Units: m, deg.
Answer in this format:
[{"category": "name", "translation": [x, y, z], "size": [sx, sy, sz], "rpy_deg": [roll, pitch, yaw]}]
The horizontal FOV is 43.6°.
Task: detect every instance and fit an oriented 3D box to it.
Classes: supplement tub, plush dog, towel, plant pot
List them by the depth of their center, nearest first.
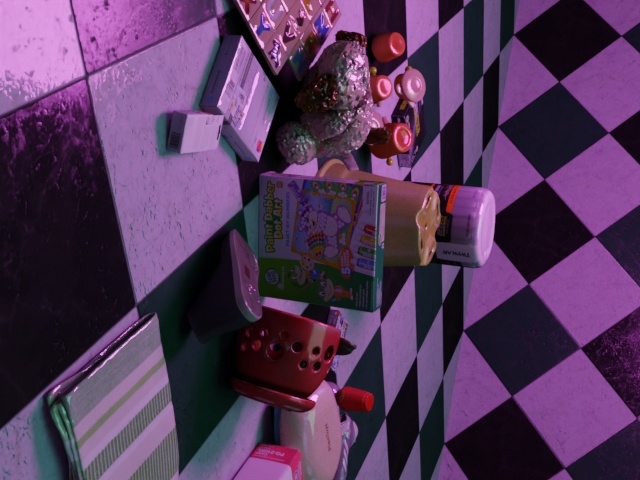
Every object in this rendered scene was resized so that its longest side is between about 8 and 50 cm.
[{"category": "towel", "translation": [-0.293, 0.306, 1.191], "size": [0.248, 0.038, 0.325], "rpy_deg": [-46, 136, -59]}, {"category": "plant pot", "translation": [-0.074, 0.223, 1.510], "size": [0.191, 0.191, 0.174], "rpy_deg": [39, 67, -65]}, {"category": "plush dog", "translation": [0.038, -0.284, 1.572], "size": [0.225, 0.210, 0.262], "rpy_deg": [87, 22, -55]}, {"category": "plant pot", "translation": [0.135, -0.044, 1.855], "size": [0.276, 0.254, 0.276], "rpy_deg": [6, 90, -69]}, {"category": "supplement tub", "translation": [0.266, -0.047, 2.065], "size": [0.207, 0.338, 0.207], "rpy_deg": [6, 90, -68]}]

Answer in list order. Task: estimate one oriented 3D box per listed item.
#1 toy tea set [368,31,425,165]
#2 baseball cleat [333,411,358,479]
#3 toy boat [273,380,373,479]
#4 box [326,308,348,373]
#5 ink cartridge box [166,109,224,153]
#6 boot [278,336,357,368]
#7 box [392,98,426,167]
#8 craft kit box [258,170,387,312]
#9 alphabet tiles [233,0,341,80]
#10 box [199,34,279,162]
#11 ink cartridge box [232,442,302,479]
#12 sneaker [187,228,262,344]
[{"category": "toy tea set", "translation": [0.158, -0.365, 2.063], "size": [0.200, 0.124, 0.336], "rpy_deg": [25, 74, -36]}, {"category": "baseball cleat", "translation": [0.034, 0.536, 2.045], "size": [0.109, 0.072, 0.206], "rpy_deg": [59, 36, -36]}, {"category": "toy boat", "translation": [-0.011, 0.410, 1.808], "size": [0.318, 0.148, 0.267], "rpy_deg": [-27, 116, -56]}, {"category": "box", "translation": [0.031, 0.250, 1.983], "size": [0.094, 0.027, 0.137], "rpy_deg": [58, 43, -59]}, {"category": "ink cartridge box", "translation": [-0.198, -0.175, 1.279], "size": [0.115, 0.029, 0.063], "rpy_deg": [-22, 128, -66]}, {"category": "boot", "translation": [-0.016, 0.245, 1.641], "size": [0.082, 0.219, 0.106], "rpy_deg": [35, 66, -31]}, {"category": "box", "translation": [0.267, -0.345, 2.376], "size": [0.190, 0.045, 0.184], "rpy_deg": [77, 31, -41]}, {"category": "craft kit box", "translation": [0.000, 0.000, 1.545], "size": [0.061, 0.247, 0.250], "rpy_deg": [-24, 118, -62]}, {"category": "alphabet tiles", "translation": [-0.055, -0.479, 1.494], "size": [0.285, 0.011, 0.342], "rpy_deg": [60, 42, -37]}, {"category": "box", "translation": [-0.138, -0.246, 1.410], "size": [0.186, 0.038, 0.145], "rpy_deg": [51, 50, -59]}, {"category": "ink cartridge box", "translation": [-0.123, 0.546, 1.588], "size": [0.237, 0.100, 0.172], "rpy_deg": [-45, 137, -58]}, {"category": "sneaker", "translation": [-0.173, 0.073, 1.382], "size": [0.083, 0.118, 0.222], "rpy_deg": [53, 16, -35]}]
